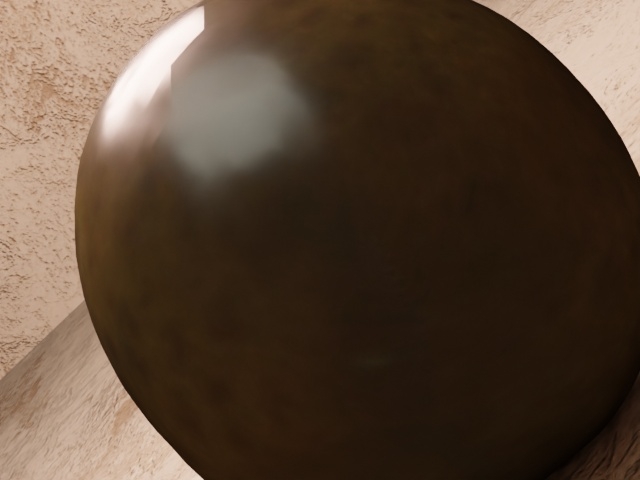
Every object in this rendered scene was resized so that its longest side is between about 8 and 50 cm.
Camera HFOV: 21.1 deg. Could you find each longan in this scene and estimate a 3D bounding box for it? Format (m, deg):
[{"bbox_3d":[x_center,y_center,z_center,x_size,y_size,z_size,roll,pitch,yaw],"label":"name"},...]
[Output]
[{"bbox_3d":[0.022,0.007,0.927,0.319,0.319,0.319,-44,11,10],"label":"longan"}]
